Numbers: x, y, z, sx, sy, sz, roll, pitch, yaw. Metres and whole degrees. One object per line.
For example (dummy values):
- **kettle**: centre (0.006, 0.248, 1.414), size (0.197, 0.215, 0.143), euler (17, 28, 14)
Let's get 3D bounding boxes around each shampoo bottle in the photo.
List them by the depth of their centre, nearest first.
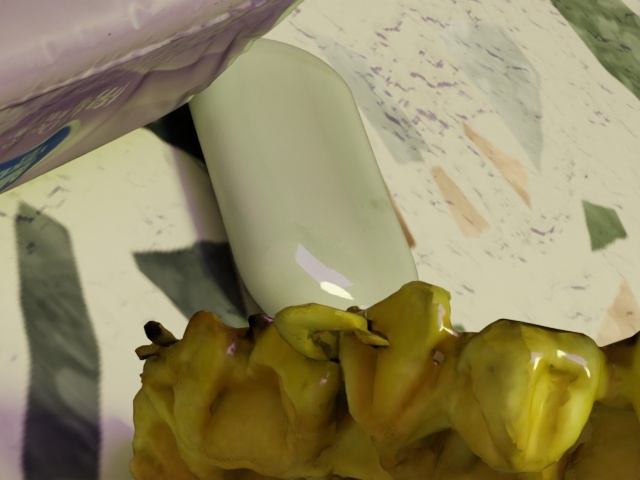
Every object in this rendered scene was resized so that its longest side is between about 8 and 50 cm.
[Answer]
- **shampoo bottle**: centre (0.000, 0.000, 0.794), size (0.108, 0.051, 0.221), euler (15, 46, -42)

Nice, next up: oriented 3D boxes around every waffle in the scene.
- **waffle**: centre (0.078, 0.083, 0.592), size (0.329, 0.329, 0.062), euler (22, 69, -33)

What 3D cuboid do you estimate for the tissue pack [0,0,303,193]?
- **tissue pack**: centre (-0.174, -0.132, 0.640), size (0.242, 0.160, 0.338), euler (51, 33, 3)
